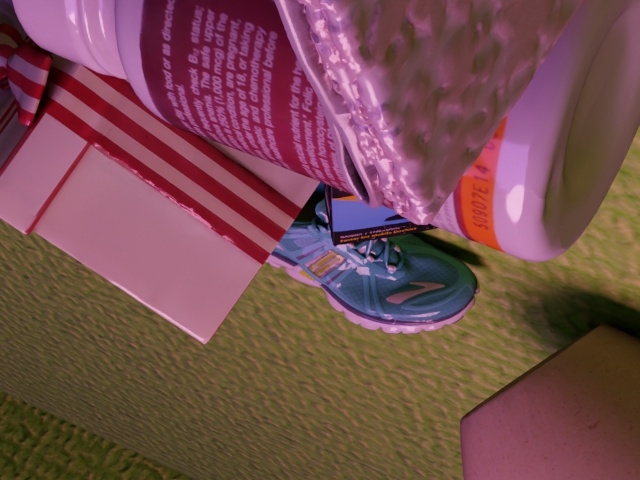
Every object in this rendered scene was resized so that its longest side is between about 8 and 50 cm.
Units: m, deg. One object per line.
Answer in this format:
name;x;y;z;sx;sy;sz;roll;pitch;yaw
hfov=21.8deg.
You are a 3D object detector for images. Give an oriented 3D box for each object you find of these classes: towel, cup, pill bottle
towel;0.075;-0.207;0.721;0.053;0.317;0.332;25;161;27
cup;0.265;0.221;1.572;0.237;0.331;0.331;55;161;6
pill bottle;0.009;-0.153;1.085;0.392;0.224;0.224;22;159;21

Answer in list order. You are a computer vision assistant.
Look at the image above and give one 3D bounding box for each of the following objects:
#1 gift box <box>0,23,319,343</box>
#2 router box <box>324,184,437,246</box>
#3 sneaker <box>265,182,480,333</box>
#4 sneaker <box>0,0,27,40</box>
gift box;-0.154;-0.106;1.406;0.258;0.276;0.255;34;173;-22
router box;0.092;-0.054;1.325;0.179;0.046;0.133;-11;157;-3
sneaker;0.025;0.003;1.630;0.275;0.107;0.110;24;150;14
sneaker;-0.316;-0.167;1.587;0.108;0.169;0.292;25;161;8
